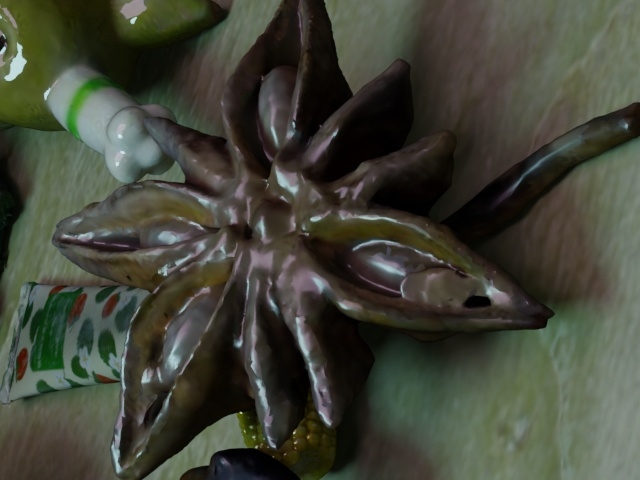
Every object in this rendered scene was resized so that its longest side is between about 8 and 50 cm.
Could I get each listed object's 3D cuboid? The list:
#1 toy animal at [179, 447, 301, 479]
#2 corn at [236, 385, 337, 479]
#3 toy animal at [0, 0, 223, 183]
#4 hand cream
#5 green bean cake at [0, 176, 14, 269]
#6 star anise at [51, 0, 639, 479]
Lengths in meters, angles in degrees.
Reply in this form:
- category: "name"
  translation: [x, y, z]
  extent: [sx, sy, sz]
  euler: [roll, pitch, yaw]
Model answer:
- category: "toy animal"
  translation: [-0.047, 0.269, 1.043]
  extent: [0.185, 0.122, 0.298]
  euler: [-28, 58, 41]
- category: "corn"
  translation: [-0.031, 0.054, 1.147]
  extent: [0.067, 0.067, 0.206]
  euler: [-39, 51, 34]
- category: "toy animal"
  translation: [-0.223, -0.152, 1.353]
  extent: [0.363, 0.180, 0.181]
  euler: [4, 58, 53]
- category: "hand cream"
  translation: [-0.149, 0.066, 1.294]
  extent: [0.276, 0.059, 0.095]
  euler: [-8, 68, 53]
- category: "green bean cake"
  translation: [-0.315, 0.041, 1.456]
  extent: [0.208, 0.107, 0.193]
  euler: [-54, 41, 19]
- category: "star anise"
  translation: [-0.002, -0.002, 1.064]
  extent: [0.349, 0.109, 0.292]
  euler: [-48, 63, 6]
